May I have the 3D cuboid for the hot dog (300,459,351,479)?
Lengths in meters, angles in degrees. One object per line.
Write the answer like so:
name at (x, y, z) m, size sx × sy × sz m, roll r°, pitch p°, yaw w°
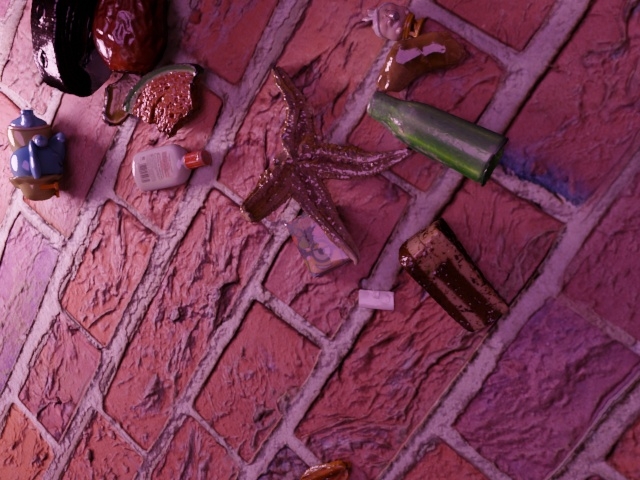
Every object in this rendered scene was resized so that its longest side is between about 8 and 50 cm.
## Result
hot dog at (0.014, 0.568, 1.209) m, size 0.144 × 0.038 × 0.062 m, roll -31°, pitch 80°, yaw 20°

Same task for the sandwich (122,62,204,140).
sandwich at (-0.376, -0.365, 1.267) m, size 0.235 × 0.079 × 0.159 m, roll -38°, pitch 91°, yaw 25°

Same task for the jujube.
jujube at (-0.463, -0.530, 1.223) m, size 0.183 × 0.183 × 0.243 m, roll 6°, pitch 95°, yaw 22°

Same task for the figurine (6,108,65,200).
figurine at (-0.802, -0.242, 1.410) m, size 0.180 × 0.154 × 0.262 m, roll 1°, pitch 99°, yaw 34°

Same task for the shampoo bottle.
shampoo bottle at (-0.387, -0.193, 1.295) m, size 0.221 × 0.051 × 0.108 m, roll -8°, pitch 91°, yaw 22°

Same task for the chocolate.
chocolate at (0.226, -0.222, 1.018) m, size 0.291 × 0.110 × 0.110 m, roll 32°, pitch 106°, yaw 19°

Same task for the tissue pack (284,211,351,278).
tissue pack at (0.000, 0.000, 1.149) m, size 0.108 × 0.060 × 0.148 m, roll -29°, pitch 85°, yaw 20°

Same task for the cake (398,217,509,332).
cake at (0.264, 0.082, 1.008) m, size 0.112 × 0.135 × 0.246 m, roll -38°, pitch 81°, yaw 20°

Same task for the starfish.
starfish at (-0.026, -0.165, 1.085) m, size 0.384 × 0.132 × 0.398 m, roll 24°, pitch 66°, yaw 15°

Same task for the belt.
belt at (-0.638, -0.525, 1.288) m, size 0.164 × 0.184 × 0.289 m, roll 24°, pitch 112°, yaw 28°

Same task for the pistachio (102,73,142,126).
pistachio at (-0.528, -0.385, 1.337) m, size 0.089 × 0.049 × 0.173 m, roll 35°, pitch 101°, yaw -6°

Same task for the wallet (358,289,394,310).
wallet at (0.127, 0.134, 1.135) m, size 0.083 × 0.011 × 0.044 m, roll 2°, pitch 95°, yaw 23°

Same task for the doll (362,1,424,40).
doll at (0.147, -0.454, 1.032) m, size 0.127 × 0.084 × 0.073 m, roll 20°, pitch 100°, yaw 11°

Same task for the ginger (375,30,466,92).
ginger at (0.198, -0.369, 1.025) m, size 0.190 × 0.069 × 0.095 m, roll -15°, pitch 102°, yaw 22°
